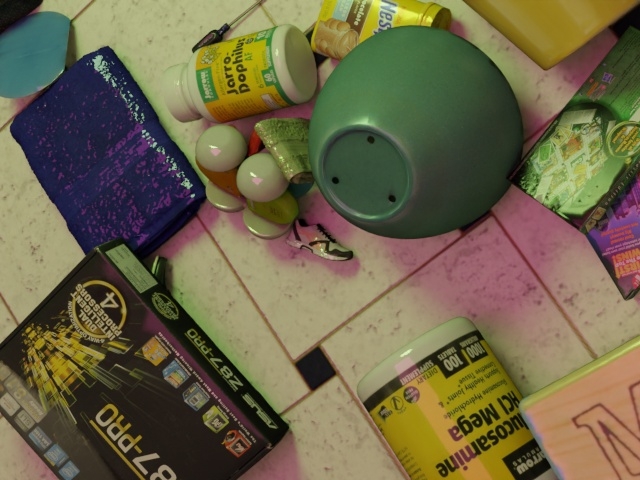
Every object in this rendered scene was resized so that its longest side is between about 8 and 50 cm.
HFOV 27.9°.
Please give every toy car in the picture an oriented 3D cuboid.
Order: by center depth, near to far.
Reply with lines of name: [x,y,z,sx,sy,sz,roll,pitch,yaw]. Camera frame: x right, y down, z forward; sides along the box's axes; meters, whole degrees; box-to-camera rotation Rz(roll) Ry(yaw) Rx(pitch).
toy car: [-0.088,-0.102,1.873,0.182,0.159,0.136,35,66,22]

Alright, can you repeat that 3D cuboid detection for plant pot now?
plant pot: [0.280,-0.358,1.642,0.254,0.254,0.239,-37,91,21]
plant pot: [0.099,-0.119,1.697,0.290,0.195,0.290,11,117,23]

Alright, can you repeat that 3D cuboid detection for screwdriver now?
screwdriver: [-0.128,-0.334,1.938,0.170,0.024,0.025,-40,47,14]

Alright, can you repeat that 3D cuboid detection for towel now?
towel: [-0.028,-0.130,1.827,0.027,0.148,0.110,-40,75,27]
towel: [-0.327,-0.121,2.008,0.228,0.076,0.308,-37,77,15]

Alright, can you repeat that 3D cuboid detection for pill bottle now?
pill bottle: [0.209,0.284,1.713,0.188,0.188,0.334,-38,77,21]
pill bottle: [-0.121,-0.236,1.881,0.209,0.118,0.117,-11,87,24]

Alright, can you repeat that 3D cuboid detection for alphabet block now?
alphabet block: [0.398,0.231,1.628,0.197,0.192,0.193,-33,80,23]

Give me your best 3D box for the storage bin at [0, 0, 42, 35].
storage bin: [-0.554,-0.399,2.089,0.180,0.084,0.122,-32,79,23]

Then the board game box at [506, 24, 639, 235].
board game box: [0.371,-0.144,1.660,0.259,0.030,0.136,-51,51,3]

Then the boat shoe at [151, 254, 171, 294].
boat shoe: [-0.250,0.089,1.993,0.042,0.049,0.133,7,89,-4]

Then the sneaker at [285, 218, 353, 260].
sneaker: [0.000,0.000,1.878,0.109,0.040,0.043,20,98,22]

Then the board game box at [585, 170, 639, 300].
board game box: [0.420,-0.029,1.678,0.194,0.060,0.194,-18,85,23]

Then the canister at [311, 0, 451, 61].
canister: [0.083,-0.293,1.814,0.170,0.073,0.126,24,102,23]

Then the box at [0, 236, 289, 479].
box: [-0.291,0.243,1.949,0.318,0.097,0.395,-42,87,22]

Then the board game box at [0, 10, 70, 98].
board game box: [-0.454,-0.289,2.057,0.133,0.033,0.168,-11,59,18]
